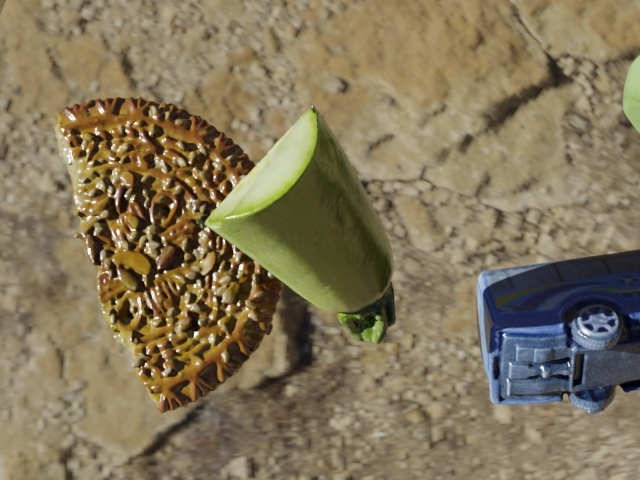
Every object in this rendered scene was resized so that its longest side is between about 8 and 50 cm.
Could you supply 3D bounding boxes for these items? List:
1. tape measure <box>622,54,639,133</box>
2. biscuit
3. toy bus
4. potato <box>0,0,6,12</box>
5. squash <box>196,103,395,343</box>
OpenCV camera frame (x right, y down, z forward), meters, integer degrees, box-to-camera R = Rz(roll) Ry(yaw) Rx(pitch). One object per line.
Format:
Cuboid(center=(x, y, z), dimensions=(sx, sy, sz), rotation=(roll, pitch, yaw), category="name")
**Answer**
Cuboid(center=(0.329, -0.124, 1.224), dimensions=(0.175, 0.106, 0.200), rotation=(-46, 25, -1), category="tape measure")
Cuboid(center=(-0.088, -0.004, 0.980), dimensions=(0.126, 0.025, 0.206), rotation=(-20, 80, -6), category="biscuit")
Cuboid(center=(0.221, 0.048, 1.030), dimensions=(0.237, 0.079, 0.094), rotation=(-8, 45, -5), category="toy bus")
Cuboid(center=(-0.153, -0.143, 0.497), dimensions=(0.141, 0.191, 0.296), rotation=(9, 106, -18), category="potato")
Cuboid(center=(-0.003, -0.001, 0.912), dimensions=(0.075, 0.200, 0.090), rotation=(22, 71, 32), category="squash")
